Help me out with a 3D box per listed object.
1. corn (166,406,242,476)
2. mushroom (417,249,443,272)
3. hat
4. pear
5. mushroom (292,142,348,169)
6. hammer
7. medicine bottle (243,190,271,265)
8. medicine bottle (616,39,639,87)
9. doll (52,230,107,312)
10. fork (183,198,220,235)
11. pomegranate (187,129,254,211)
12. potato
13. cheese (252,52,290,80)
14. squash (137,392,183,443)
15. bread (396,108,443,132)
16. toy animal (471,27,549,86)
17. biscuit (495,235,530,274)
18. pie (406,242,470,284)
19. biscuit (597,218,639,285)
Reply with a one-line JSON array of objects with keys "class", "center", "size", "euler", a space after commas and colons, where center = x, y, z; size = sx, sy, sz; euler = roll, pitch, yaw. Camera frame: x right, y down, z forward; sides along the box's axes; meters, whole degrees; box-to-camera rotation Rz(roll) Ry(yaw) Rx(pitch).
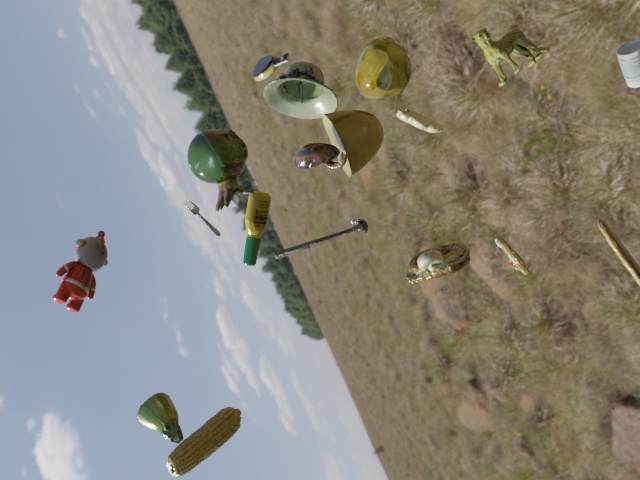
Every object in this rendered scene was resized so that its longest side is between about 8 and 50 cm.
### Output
[{"class": "corn", "center": [-0.300, 0.524, 1.423], "size": [0.080, 0.238, 0.080], "euler": [28, 136, 31]}, {"class": "mushroom", "center": [0.343, 0.066, 1.689], "size": [0.083, 0.084, 0.067], "euler": [73, 176, -62]}, {"class": "hat", "center": [-0.062, -0.536, 1.867], "size": [0.257, 0.258, 0.130], "euler": [78, -162, -72]}, {"class": "pear", "center": [0.204, -0.560, 1.784], "size": [0.200, 0.200, 0.199], "euler": [155, 90, -86]}, {"class": "mushroom", "center": [0.001, -0.243, 1.566], "size": [0.135, 0.171, 0.080], "euler": [-40, -52, -55]}, {"class": "hammer", "center": [0.000, -0.001, 1.625], "size": [0.125, 0.298, 0.026], "euler": [-94, -17, -74]}, {"class": "medicine bottle", "center": [-0.230, -0.041, 1.903], "size": [0.064, 0.095, 0.260], "euler": [16, 99, 36]}, {"class": "medicine bottle", "center": [0.711, -0.398, 1.228], "size": [0.091, 0.058, 0.058], "euler": [50, -176, -31]}, {"class": "doll", "center": [-0.658, 0.075, 1.514], "size": [0.142, 0.076, 0.244], "euler": [61, -146, -52]}, {"class": "fork", "center": [-0.446, -0.079, 2.076], "size": [0.028, 0.034, 0.219], "euler": [20, 156, 40]}, {"class": "pomegranate", "center": [-0.232, -0.170, 1.290], "size": [0.152, 0.131, 0.190], "euler": [-13, -91, -62]}, {"class": "potato", "center": [0.116, -0.317, 1.668], "size": [0.178, 0.158, 0.203], "euler": [79, 169, -73]}, {"class": "cheese", "center": [-0.152, -0.564, 1.732], "size": [0.036, 0.086, 0.163], "euler": [33, 157, -35]}, {"class": "squash", "center": [-0.414, 0.485, 1.458], "size": [0.132, 0.105, 0.105], "euler": [21, 145, 41]}, {"class": "bread", "center": [0.406, -0.480, 2.199], "size": [0.182, 0.038, 0.251], "euler": [31, -157, 12]}, {"class": "toy animal", "center": [0.459, -0.469, 1.310], "size": [0.136, 0.181, 0.073], "euler": [54, 156, 3]}, {"class": "biscuit", "center": [0.748, 0.071, 2.113], "size": [0.240, 0.035, 0.158], "euler": [38, -163, -53]}, {"class": "pie", "center": [0.523, 0.089, 2.385], "size": [0.085, 0.308, 0.308], "euler": [63, 176, -12]}, {"class": "biscuit", "center": [0.920, 0.039, 1.654], "size": [0.247, 0.029, 0.118], "euler": [58, -151, 9]}]
